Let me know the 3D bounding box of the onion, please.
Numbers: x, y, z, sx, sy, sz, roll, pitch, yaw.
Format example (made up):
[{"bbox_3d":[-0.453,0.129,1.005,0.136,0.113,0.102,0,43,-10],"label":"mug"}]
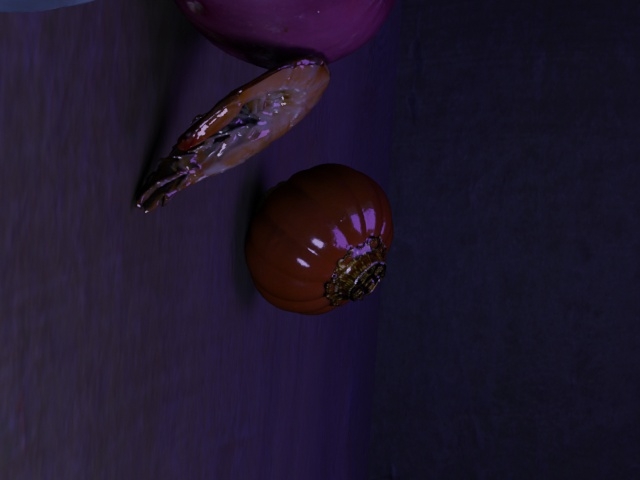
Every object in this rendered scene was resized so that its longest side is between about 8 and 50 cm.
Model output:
[{"bbox_3d":[0.006,-0.343,1.125,0.358,0.345,0.358,-165,-90,-75],"label":"onion"}]

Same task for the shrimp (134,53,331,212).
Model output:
[{"bbox_3d":[-0.087,-0.107,1.081,0.053,0.236,0.133,56,-10,5],"label":"shrimp"}]

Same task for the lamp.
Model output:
[{"bbox_3d":[0.000,0.000,1.528,0.223,0.196,0.223,-34,149,-25],"label":"lamp"}]

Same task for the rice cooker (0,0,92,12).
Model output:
[{"bbox_3d":[-0.141,-0.268,0.491,0.316,0.264,0.317,-46,-151,36],"label":"rice cooker"}]
